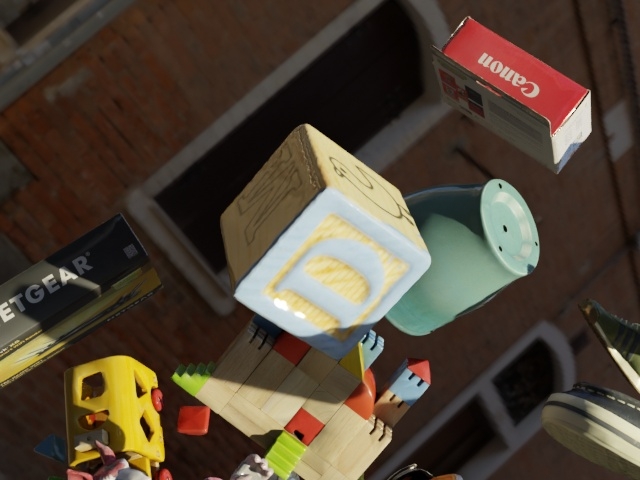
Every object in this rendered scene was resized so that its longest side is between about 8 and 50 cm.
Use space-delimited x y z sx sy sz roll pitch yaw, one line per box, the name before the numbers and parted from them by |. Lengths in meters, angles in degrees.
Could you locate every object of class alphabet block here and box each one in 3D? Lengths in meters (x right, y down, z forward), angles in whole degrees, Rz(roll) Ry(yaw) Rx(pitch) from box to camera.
alphabet block | 0.000 0.000 1.414 0.192 0.193 0.197 35 18 -27

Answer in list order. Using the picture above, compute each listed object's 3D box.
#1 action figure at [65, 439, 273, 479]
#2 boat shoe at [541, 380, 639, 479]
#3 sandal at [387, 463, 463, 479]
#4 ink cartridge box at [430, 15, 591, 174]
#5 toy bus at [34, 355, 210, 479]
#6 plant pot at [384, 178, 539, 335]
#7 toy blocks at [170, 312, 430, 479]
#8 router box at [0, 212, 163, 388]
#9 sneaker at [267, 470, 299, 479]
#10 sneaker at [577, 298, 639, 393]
action figure | -0.138 0.366 1.145 0.370 0.248 0.276 56 -17 3
boat shoe | 0.454 0.211 1.168 0.500 0.156 0.187 16 -5 -21
sandal | 0.152 0.418 1.817 0.076 0.102 0.265 40 -31 -1
ink cartridge box | 0.392 -0.310 2.217 0.309 0.130 0.272 37 -6 21
toy bus | -0.239 0.233 1.236 0.202 0.191 0.104 27 -12 28
plant pot | 0.249 0.014 1.987 0.255 0.272 0.272 -22 -63 38
toy blocks | -0.005 0.224 1.732 0.381 0.261 0.191 37 14 -3
router box | -0.394 0.098 1.617 0.081 0.308 0.243 56 -9 10
sneaker | -0.096 0.573 2.167 0.111 0.129 0.297 -54 141 -58
sneaker | 0.527 0.163 1.856 0.192 0.086 0.064 55 3 -7
